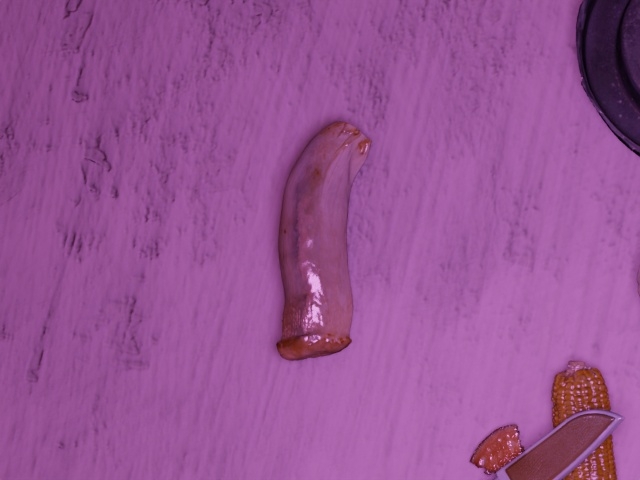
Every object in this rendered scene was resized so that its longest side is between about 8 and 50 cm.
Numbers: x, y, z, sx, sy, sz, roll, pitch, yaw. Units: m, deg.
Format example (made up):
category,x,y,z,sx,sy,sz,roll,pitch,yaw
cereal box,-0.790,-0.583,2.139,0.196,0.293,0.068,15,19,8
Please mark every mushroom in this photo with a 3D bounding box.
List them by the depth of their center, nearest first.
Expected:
category,x,y,z,sx,sy,sz,roll,pitch,yaw
mushroom,0.000,0.000,1.838,0.122,0.095,0.351,7,81,-2

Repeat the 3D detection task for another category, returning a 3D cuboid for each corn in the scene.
category,x,y,z,sx,sy,sz,roll,pitch,yaw
corn,0.347,0.274,1.683,0.080,0.080,0.238,-8,76,15

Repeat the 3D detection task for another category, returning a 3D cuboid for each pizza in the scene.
category,x,y,z,sx,sy,sz,roll,pitch,yaw
pizza,0.249,0.296,1.735,0.083,0.025,0.078,-39,66,13

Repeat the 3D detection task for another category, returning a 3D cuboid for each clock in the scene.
category,x,y,z,sx,sy,sz,roll,pitch,yaw
clock,0.542,-0.265,1.738,0.386,0.076,0.386,-3,78,15

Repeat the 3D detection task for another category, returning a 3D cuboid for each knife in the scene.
category,x,y,z,sx,sy,sz,roll,pitch,yaw
knife,0.259,0.319,1.678,0.343,0.027,0.061,-43,55,23

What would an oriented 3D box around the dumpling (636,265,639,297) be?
category,x,y,z,sx,sy,sz,roll,pitch,yaw
dumpling,0.515,0.095,1.643,0.258,0.147,0.193,41,134,10
